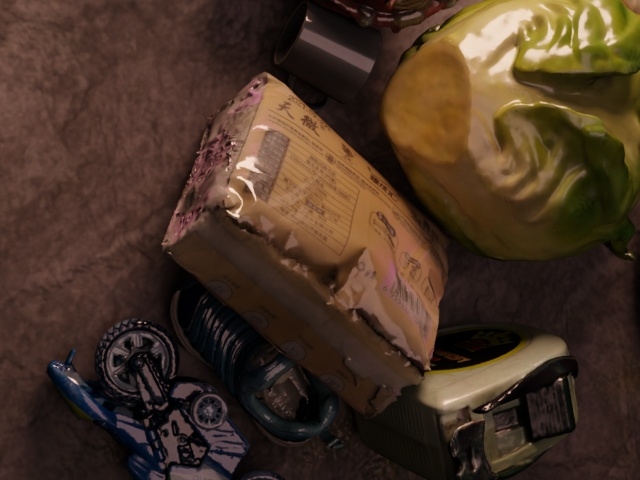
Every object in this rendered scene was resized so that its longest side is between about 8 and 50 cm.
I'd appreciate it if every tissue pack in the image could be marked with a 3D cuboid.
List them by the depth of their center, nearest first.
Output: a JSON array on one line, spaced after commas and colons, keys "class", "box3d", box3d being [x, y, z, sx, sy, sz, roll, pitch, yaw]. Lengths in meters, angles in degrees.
[{"class": "tissue pack", "box3d": [0.000, 0.000, 1.136, 0.256, 0.123, 0.215, 43, 34, -22]}]

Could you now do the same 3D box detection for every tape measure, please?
[{"class": "tape measure", "box3d": [0.154, 0.156, 1.190, 0.207, 0.235, 0.115, -13, 101, -23]}]

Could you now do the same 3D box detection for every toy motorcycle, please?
[{"class": "toy motorcycle", "box3d": [-0.137, 0.189, 1.145, 0.135, 0.092, 0.254, -38, 98, -8]}]

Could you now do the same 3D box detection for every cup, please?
[{"class": "cup", "box3d": [-0.001, -0.169, 1.198, 0.077, 0.078, 0.100, 24, 114, -18]}]

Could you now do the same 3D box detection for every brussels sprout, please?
[{"class": "brussels sprout", "box3d": [0.208, -0.109, 1.209, 0.294, 0.227, 0.259, 3, 87, -33]}]

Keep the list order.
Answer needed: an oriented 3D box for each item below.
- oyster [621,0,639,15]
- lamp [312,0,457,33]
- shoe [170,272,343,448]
[{"class": "oyster", "box3d": [0.388, -0.221, 1.355, 0.361, 0.096, 0.221, 6, 99, -26]}, {"class": "lamp", "box3d": [0.043, -0.306, 1.160, 0.223, 0.151, 0.215, 22, 75, -26]}, {"class": "shoe", "box3d": [-0.053, 0.107, 1.168, 0.091, 0.106, 0.207, -42, 103, -18]}]
